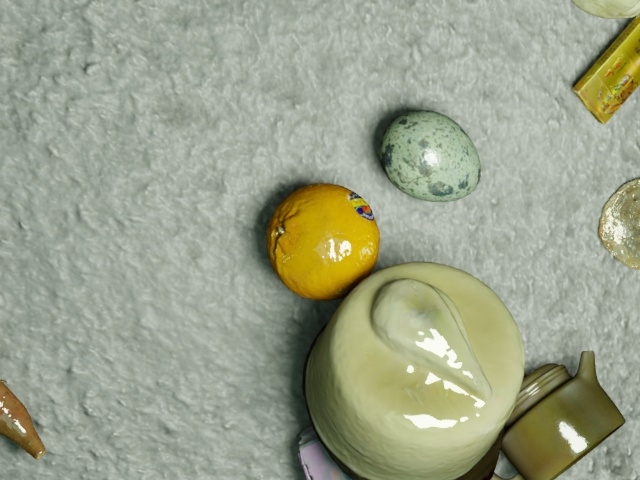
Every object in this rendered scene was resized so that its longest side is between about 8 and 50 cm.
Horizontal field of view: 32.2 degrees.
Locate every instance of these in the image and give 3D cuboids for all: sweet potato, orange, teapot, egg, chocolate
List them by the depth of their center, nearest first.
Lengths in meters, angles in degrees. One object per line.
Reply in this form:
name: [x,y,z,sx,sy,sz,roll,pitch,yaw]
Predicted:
chocolate: [0.155,0.191,1.591,0.326,0.297,0.314,15,65,-11]
orange: [0.003,0.001,1.653,0.177,0.155,0.178,2,94,28]
sweet potato: [-0.528,0.210,1.666,0.314,0.066,0.072,44,84,-9]
egg: [0.169,-0.123,1.678,0.172,0.132,0.132,30,93,-24]
teapot: [0.347,0.281,1.750,0.267,0.185,0.175,-44,68,16]

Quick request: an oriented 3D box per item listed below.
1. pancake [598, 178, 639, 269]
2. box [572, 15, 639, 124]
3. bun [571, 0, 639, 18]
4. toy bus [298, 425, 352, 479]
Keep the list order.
pancake: [0.522,-0.028,1.794,0.151,0.025,0.152,-1,99,-8]
box: [0.471,-0.267,1.739,0.156,0.022,0.089,-48,123,0]
bun: [0.451,-0.421,1.684,0.188,0.111,0.164,34,91,-9]
toy bus: [0.058,0.427,1.760,0.138,0.112,0.317,-15,99,5]
